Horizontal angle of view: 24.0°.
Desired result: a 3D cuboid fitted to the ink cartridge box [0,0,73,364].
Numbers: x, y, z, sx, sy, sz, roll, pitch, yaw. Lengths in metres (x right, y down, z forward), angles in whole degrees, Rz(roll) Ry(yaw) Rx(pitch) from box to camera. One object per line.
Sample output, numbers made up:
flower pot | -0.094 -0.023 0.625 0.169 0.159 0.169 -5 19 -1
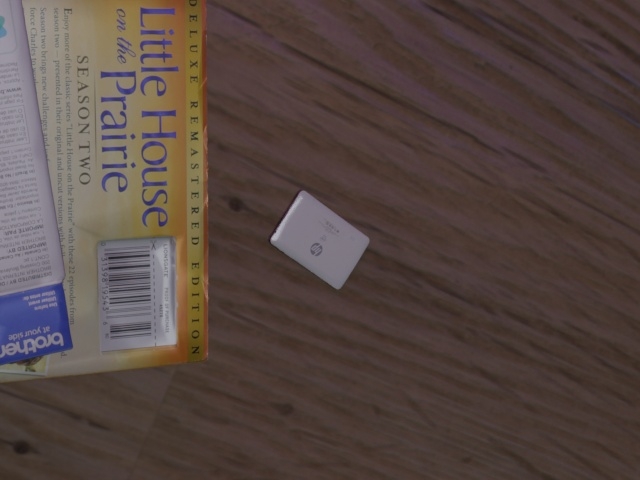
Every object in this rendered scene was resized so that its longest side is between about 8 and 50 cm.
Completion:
ink cartridge box | -0.287 -0.058 1.049 0.186 0.065 0.311 -12 100 -24

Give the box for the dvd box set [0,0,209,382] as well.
dvd box set | -0.287 -0.042 1.121 0.420 0.062 0.307 -5 100 -26

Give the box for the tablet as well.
tablet | 0.000 0.000 1.301 0.083 0.006 0.054 36 82 -26
